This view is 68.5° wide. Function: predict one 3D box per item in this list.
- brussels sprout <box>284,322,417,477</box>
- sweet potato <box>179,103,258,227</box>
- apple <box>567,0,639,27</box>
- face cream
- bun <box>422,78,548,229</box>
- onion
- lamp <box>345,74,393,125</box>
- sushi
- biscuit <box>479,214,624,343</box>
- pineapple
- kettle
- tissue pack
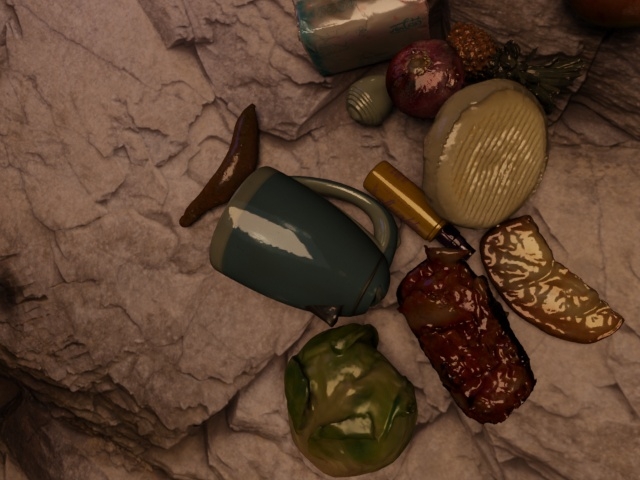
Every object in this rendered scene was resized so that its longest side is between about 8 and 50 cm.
[{"bbox_3d":[0.057,0.312,0.919,0.259,0.227,0.294,31,98,30],"label":"brussels sprout"},{"bbox_3d":[-0.220,-0.161,1.125,0.108,0.079,0.346,36,94,44],"label":"sweet potato"},{"bbox_3d":[0.597,-0.551,0.913,0.261,0.194,0.261,-2,84,15],"label":"apple"},{"bbox_3d":[0.214,-0.058,1.000,0.273,0.078,0.078,43,94,15],"label":"face cream"},{"bbox_3d":[0.306,-0.165,0.925,0.287,0.146,0.287,-7,111,-20],"label":"bun"},{"bbox_3d":[0.220,-0.317,0.972,0.159,0.195,0.159,-4,79,20],"label":"onion"},{"bbox_3d":[0.141,-0.335,1.050,0.193,0.106,0.106,-39,75,-4],"label":"lamp"},{"bbox_3d":[0.278,0.165,0.904,0.196,0.182,0.343,-30,80,1],"label":"sushi"},{"bbox_3d":[0.442,0.089,0.942,0.154,0.045,0.299,-38,76,5],"label":"biscuit"},{"bbox_3d":[0.391,-0.365,0.986,0.277,0.119,0.130,29,46,14],"label":"pineapple"},{"bbox_3d":[0.000,0.000,0.984,0.342,0.247,0.319,27,64,8],"label":"kettle"},{"bbox_3d":[0.096,-0.470,1.023,0.271,0.201,0.124,-10,85,14],"label":"tissue pack"}]
